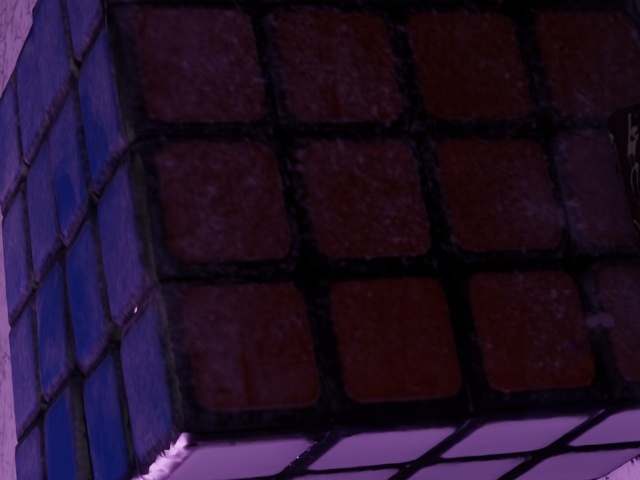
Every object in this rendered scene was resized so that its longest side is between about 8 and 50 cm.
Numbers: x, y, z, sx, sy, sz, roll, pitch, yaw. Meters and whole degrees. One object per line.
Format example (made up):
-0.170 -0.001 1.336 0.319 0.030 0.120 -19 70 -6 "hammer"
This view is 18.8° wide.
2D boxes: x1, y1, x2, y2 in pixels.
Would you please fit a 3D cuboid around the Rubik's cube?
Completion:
0.000 0.000 1.193 0.337 0.344 0.344 133 133 -60 "Rubik's cube"

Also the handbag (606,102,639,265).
0.232 -0.013 0.970 0.203 0.074 0.216 136 131 -61 "handbag"
